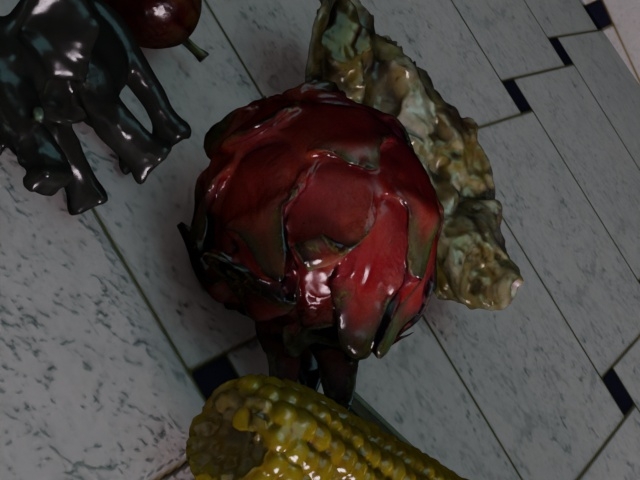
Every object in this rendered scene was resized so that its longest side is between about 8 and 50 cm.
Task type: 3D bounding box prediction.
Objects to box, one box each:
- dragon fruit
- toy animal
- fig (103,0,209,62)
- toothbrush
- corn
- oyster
[{"bbox_3d":[0.000,0.000,1.016,0.192,0.193,0.274,71,2,-64],"label":"dragon fruit"},{"bbox_3d":[-0.175,-0.094,0.916,0.146,0.114,0.245,58,5,-12],"label":"toy animal"},{"bbox_3d":[-0.132,-0.188,1.117,0.125,0.088,0.089,62,9,-62],"label":"fig"},{"bbox_3d":[0.105,0.206,1.103,0.294,0.026,0.028,48,40,-26],"label":"toothbrush"},{"bbox_3d":[0.053,0.201,0.942,0.363,0.120,0.120,40,31,-33],"label":"corn"},{"bbox_3d":[0.086,-0.084,1.306,0.238,0.114,0.351,-5,65,-60],"label":"oyster"}]
